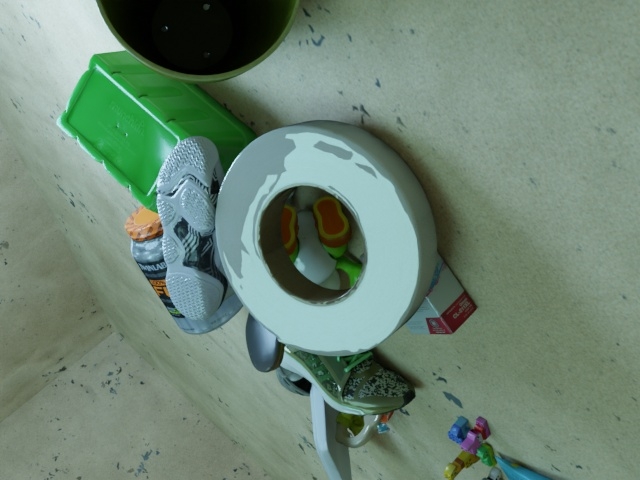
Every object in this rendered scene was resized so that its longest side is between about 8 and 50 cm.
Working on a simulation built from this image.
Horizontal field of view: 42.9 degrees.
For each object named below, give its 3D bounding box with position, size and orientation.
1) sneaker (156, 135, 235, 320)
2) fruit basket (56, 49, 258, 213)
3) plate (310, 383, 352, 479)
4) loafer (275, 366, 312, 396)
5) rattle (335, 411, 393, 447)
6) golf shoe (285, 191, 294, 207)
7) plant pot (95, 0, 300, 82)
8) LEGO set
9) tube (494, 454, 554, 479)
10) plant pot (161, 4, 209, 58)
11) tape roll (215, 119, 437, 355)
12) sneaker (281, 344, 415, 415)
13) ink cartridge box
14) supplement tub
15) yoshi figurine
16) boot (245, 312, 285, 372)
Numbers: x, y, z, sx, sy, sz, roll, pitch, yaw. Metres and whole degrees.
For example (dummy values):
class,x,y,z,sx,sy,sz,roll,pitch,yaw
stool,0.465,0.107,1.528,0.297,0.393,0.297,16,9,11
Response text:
class,x,y,z,sx,sy,sz,roll,pitch,yaw
sneaker,-0.187,-0.041,1.531,0.137,0.210,0.365,22,124,30
fruit basket,-0.305,-0.195,1.684,0.392,0.283,0.392,31,-163,-11
plate,0.025,0.509,2.120,0.278,0.045,0.277,-97,-10,-51
loafer,-0.073,0.308,2.127,0.111,0.112,0.319,29,157,30
rattle,0.143,0.468,2.031,0.200,0.130,0.143,-22,121,37
golf shoe,-0.083,-0.083,1.627,0.086,0.067,0.186,23,158,-19
plant pot,-0.186,-0.343,1.205,0.275,0.275,0.293,52,171,-6
LEGO set,0.305,0.458,1.697,0.087,0.093,0.227,24,145,45
tube,0.420,0.480,1.593,0.207,0.052,0.080,9,129,63
plant pot,-0.221,-0.347,1.418,0.109,0.109,0.096,50,168,0
tape roll,0.000,0.000,1.335,0.392,0.072,0.392,9,110,28
sneaker,0.034,0.244,1.817,0.410,0.158,0.182,25,129,35
ink cartridge box,0.165,0.072,1.395,0.175,0.072,0.127,55,156,-11
supplement tub,-0.349,0.059,2.101,0.207,0.207,0.338,15,139,52
yoshi figurine,-0.016,0.087,1.594,0.203,0.203,0.362,33,155,20
boot,-0.094,0.158,1.778,0.112,0.305,0.115,-32,134,29
